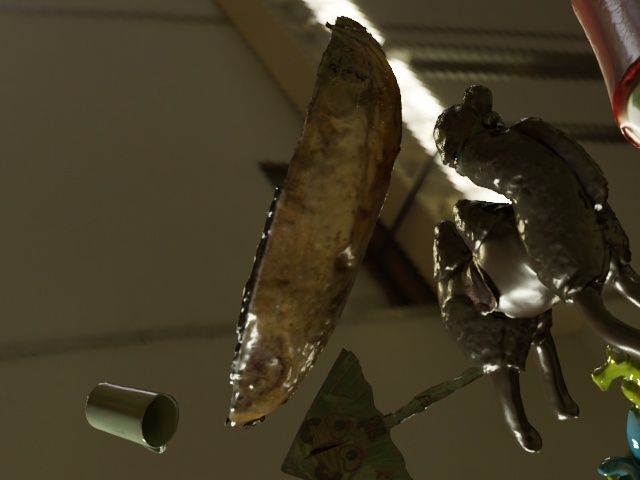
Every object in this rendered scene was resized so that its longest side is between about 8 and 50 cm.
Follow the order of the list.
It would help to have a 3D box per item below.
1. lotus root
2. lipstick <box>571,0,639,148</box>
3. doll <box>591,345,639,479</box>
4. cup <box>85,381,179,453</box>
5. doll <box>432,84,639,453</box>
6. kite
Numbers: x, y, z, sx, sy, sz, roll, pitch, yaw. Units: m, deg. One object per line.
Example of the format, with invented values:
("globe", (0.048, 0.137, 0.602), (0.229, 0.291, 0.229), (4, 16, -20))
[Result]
("lotus root", (0.000, 0.001, 1.071), (0.078, 0.329, 0.167), (18, -157, 6))
("lipstick", (0.229, -0.141, 1.020), (0.080, 0.080, 0.241), (21, -153, -8))
("doll", (0.430, 0.169, 1.429), (0.346, 0.341, 0.099), (-26, -142, -2))
("cup", (-0.183, 0.175, 1.442), (0.083, 0.054, 0.075), (9, 163, 37))
("doll", (0.101, 0.008, 0.705), (0.057, 0.139, 0.165), (-28, -100, -36))
("kite", (0.071, 0.204, 1.601), (0.250, 0.012, 0.229), (-27, -126, -3))
